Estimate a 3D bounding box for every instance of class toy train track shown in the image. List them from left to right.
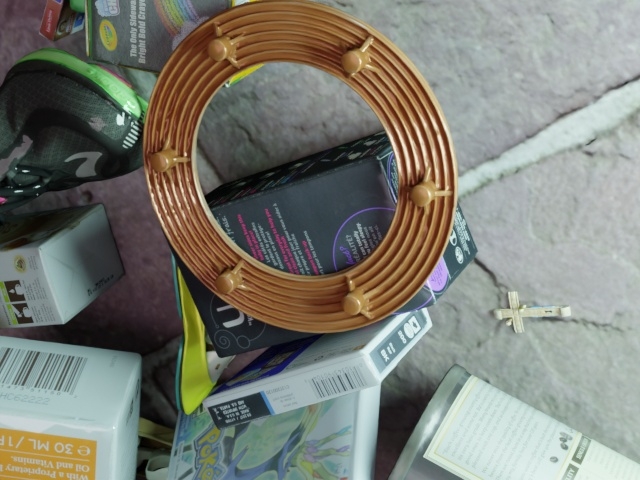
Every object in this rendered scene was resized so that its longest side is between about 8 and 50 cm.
[{"bbox_3d":[0.222,0.077,1.438,0.083,0.014,0.048,-5,110,26],"label":"toy train track"}]

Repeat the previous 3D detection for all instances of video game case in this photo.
[{"bbox_3d":[-0.064,0.268,1.484,0.300,0.329,0.036,-27,128,31],"label":"video game case"}]

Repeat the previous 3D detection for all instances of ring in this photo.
[{"bbox_3d":[-0.030,-0.064,1.316,0.337,0.032,0.336,9,113,22],"label":"ring"}]

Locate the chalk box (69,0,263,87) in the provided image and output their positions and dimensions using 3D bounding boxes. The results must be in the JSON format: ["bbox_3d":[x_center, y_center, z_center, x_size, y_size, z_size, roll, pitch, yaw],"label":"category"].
[{"bbox_3d":[-0.158,-0.253,1.400,0.213,0.132,0.132,15,118,19],"label":"chalk box"}]

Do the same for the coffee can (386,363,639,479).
[{"bbox_3d":[0.215,0.280,1.420,0.275,0.201,0.201,27,120,11],"label":"coffee can"}]

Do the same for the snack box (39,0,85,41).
[{"bbox_3d":[-0.257,-0.301,1.461,0.022,0.064,0.178,29,121,10],"label":"snack box"}]

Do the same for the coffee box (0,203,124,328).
[{"bbox_3d":[-0.380,0.037,1.621,0.247,0.141,0.098,-7,109,26],"label":"coffee box"}]

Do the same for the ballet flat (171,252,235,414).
[{"bbox_3d":[-0.130,0.098,1.574,0.077,0.077,0.231,3,108,7],"label":"ballet flat"}]

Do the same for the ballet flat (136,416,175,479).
[{"bbox_3d":[-0.214,0.263,1.684,0.232,0.073,0.080,6,116,22],"label":"ballet flat"}]

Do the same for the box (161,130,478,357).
[{"bbox_3d":[0.000,0.000,1.428,0.270,0.143,0.165,-16,103,29],"label":"box"}]

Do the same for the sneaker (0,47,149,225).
[{"bbox_3d":[-0.368,-0.068,1.511,0.483,0.202,0.185,-14,138,35],"label":"sneaker"}]

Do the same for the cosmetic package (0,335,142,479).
[{"bbox_3d":[-0.345,0.348,1.610,0.230,0.161,0.453,7,117,1],"label":"cosmetic package"}]

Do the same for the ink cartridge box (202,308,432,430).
[{"bbox_3d":[0.010,0.119,1.439,0.206,0.208,0.045,-21,100,31],"label":"ink cartridge box"}]
